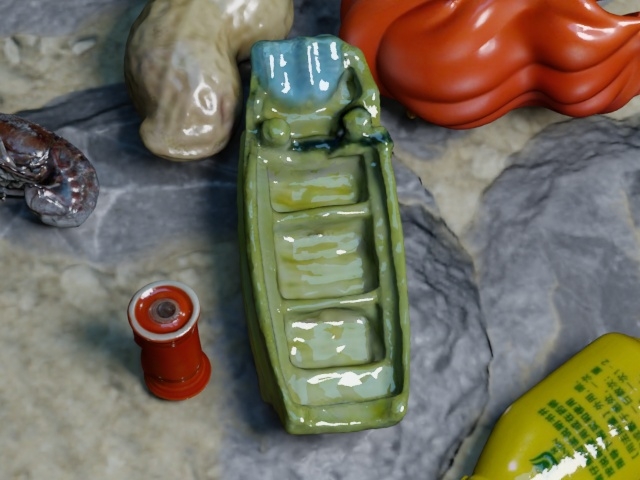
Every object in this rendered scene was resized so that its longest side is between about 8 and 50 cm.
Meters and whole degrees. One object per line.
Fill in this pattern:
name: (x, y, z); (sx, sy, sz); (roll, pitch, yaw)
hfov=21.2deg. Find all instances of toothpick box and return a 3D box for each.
toothpick box: (-0.097, 0.067, 1.104); (0.047, 0.083, 0.047); (-1, 55, 2)

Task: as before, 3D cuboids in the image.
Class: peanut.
peanut: (-0.077, -0.155, 1.218); (0.104, 0.085, 0.228); (26, 65, -4)

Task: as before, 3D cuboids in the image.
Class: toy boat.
toy boat: (-0.001, 0.001, 1.149); (0.111, 0.084, 0.276); (-4, 69, -8)

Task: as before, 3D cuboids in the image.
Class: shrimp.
shrimp: (-0.228, -0.058, 1.172); (0.165, 0.056, 0.065); (18, 69, 7)

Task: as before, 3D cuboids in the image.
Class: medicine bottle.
medicine bottle: (0.128, 0.159, 1.089); (0.260, 0.064, 0.095); (-34, 77, -20)

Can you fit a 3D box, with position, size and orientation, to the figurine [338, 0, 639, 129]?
figurine: (0.156, -0.180, 1.202); (0.208, 0.181, 0.257); (41, 71, 0)
